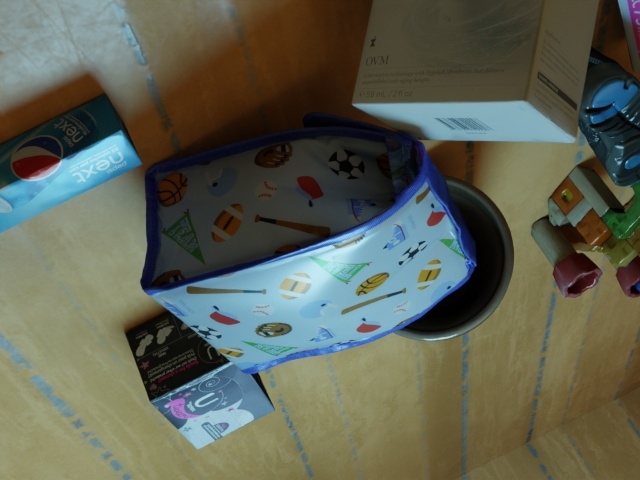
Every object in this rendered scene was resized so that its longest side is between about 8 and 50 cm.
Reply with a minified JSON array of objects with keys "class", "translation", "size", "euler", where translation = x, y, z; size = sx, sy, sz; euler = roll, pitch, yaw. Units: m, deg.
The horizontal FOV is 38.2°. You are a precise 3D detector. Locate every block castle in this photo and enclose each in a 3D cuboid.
[{"class":"block castle","translation":[0.640,-0.073,1.718],"size":[0.303,0.213,0.453],"euler":[2,137,-39]}]

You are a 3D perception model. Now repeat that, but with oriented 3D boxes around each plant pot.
[{"class":"plant pot","translation":[0.189,0.043,1.531],"size":[0.263,0.263,0.229],"euler":[-32,164,5]}]

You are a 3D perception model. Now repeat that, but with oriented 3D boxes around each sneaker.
[{"class":"sneaker","translation":[0.466,-0.204,1.464],"size":[0.125,0.140,0.341],"euler":[-36,144,10]}]

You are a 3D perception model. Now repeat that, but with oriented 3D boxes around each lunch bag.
[{"class":"lunch bag","translation":[0.000,0.000,1.265],"size":[0.385,0.239,0.328],"euler":[-14,151,16]}]

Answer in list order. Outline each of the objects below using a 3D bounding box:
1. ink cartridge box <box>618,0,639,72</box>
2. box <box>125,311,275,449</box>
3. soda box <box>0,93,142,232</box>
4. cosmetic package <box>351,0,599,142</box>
[{"class":"ink cartridge box","translation":[0.586,-0.343,1.302],"size":[0.311,0.065,0.186],"euler":[-10,146,21]},{"class":"box","translation":[-0.198,0.228,1.558],"size":[0.163,0.142,0.247],"euler":[-27,147,-4]},{"class":"soda box","translation":[-0.326,-0.087,1.096],"size":[0.210,0.067,0.071],"euler":[-27,148,-4]},{"class":"cosmetic package","translation":[0.178,-0.239,1.043],"size":[0.138,0.224,0.225],"euler":[21,78,-49]}]
